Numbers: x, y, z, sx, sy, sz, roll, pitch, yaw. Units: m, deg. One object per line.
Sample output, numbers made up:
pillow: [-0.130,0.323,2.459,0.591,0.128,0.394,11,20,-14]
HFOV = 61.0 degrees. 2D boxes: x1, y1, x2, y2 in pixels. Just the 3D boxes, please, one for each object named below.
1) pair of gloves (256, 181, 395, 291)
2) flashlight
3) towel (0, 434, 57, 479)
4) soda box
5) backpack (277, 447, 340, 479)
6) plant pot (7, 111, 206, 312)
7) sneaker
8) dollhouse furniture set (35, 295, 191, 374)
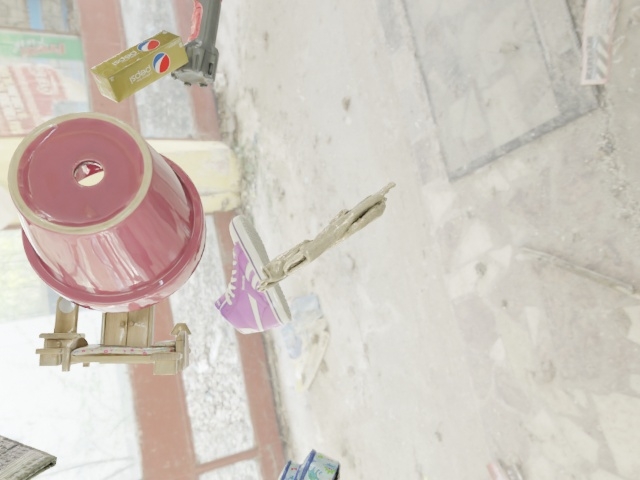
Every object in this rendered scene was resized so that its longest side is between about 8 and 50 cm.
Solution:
pair of gloves: [0.000,0.000,0.830,0.042,0.204,0.240,56,153,2]
flashlight: [-0.274,-0.492,1.206,0.103,0.103,0.303,-12,67,50]
towel: [-0.896,0.615,1.371,0.313,0.324,0.056,4,106,27]
soda box: [-0.356,-0.348,1.078,0.061,0.181,0.058,30,148,30]
backpack: [-0.022,0.357,0.773,0.105,0.084,0.114,93,-157,-66]
plant pot: [-0.231,-0.036,0.583,0.180,0.202,0.201,108,148,-69]
sneaker: [-0.188,0.091,1.254,0.102,0.161,0.281,-79,-30,-76]
dollhouse furniture set: [-0.398,0.150,1.006,0.355,0.304,0.173,137,134,-76]
